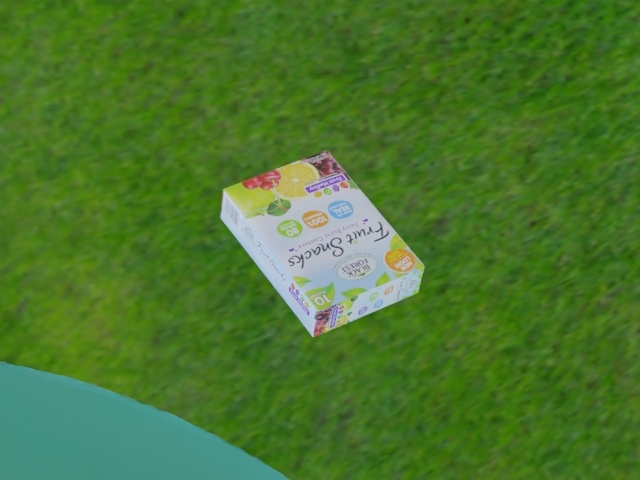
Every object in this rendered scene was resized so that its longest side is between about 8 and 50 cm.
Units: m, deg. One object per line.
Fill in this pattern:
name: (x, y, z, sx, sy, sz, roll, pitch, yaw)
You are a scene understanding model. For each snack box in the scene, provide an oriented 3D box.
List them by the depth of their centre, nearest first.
snack box: (0.000, 0.000, 1.364, 0.141, 0.100, 0.037, 52, 151, 31)

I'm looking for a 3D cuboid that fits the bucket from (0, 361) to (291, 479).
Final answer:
bucket: (-0.114, 0.188, 0.793, 0.281, 0.281, 0.183, 29, 100, 26)
